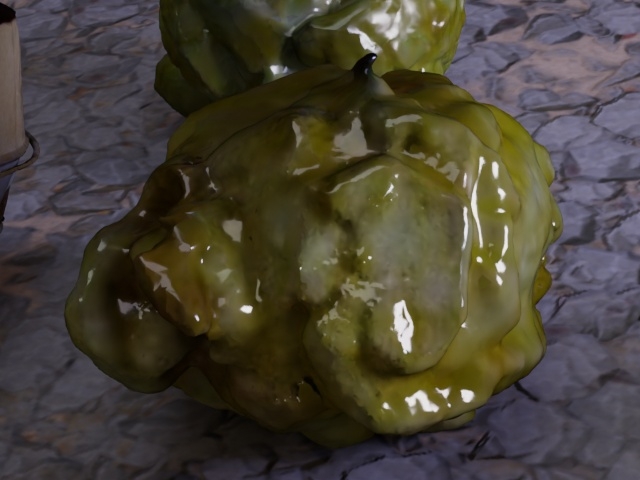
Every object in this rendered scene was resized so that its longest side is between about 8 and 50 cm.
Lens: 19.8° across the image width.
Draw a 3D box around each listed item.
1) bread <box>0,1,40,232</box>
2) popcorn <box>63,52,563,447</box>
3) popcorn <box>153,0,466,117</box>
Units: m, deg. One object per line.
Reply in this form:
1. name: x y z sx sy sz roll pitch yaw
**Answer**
1. bread: -0.256 -0.033 0.988 0.142 0.212 0.224 24 23 16
2. popcorn: 0.000 0.000 0.897 0.266 0.192 0.233 -14 22 -41
3. popcorn: -0.016 -0.137 1.149 0.198 0.212 0.198 23 45 -25
